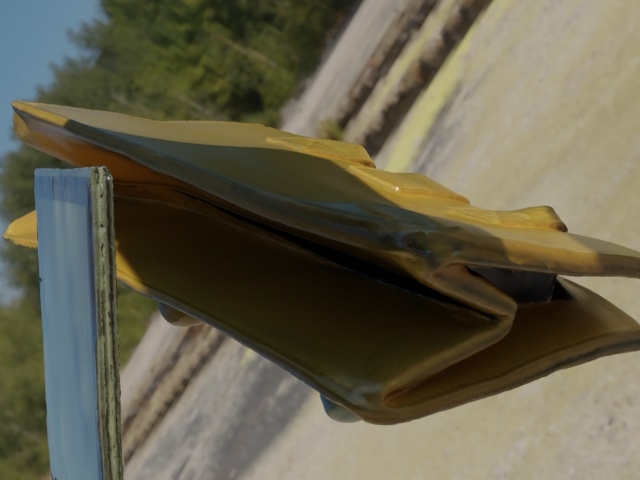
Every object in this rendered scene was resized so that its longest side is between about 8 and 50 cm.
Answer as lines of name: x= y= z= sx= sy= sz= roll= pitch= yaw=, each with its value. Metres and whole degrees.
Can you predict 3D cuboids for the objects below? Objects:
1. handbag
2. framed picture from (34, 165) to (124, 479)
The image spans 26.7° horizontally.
handbag: x=0.000 y=0.000 z=0.900 sx=0.283 sy=0.401 sz=0.133 roll=-7 pitch=-71 yaw=-45
framed picture: x=-0.112 y=0.050 z=0.613 sx=0.231 sy=0.010 sz=0.173 roll=-166 pitch=74 yaw=-72
